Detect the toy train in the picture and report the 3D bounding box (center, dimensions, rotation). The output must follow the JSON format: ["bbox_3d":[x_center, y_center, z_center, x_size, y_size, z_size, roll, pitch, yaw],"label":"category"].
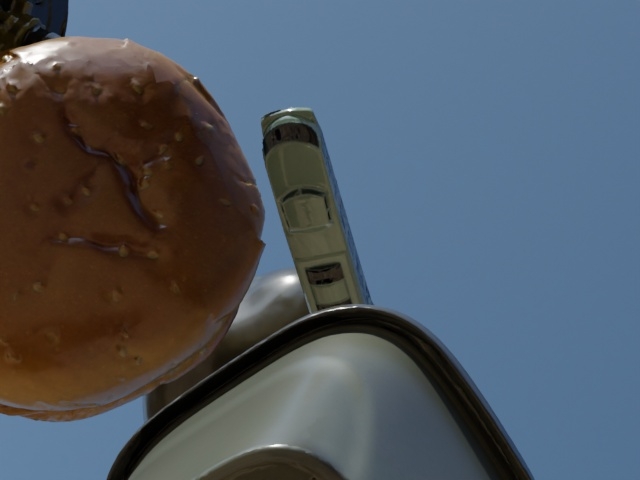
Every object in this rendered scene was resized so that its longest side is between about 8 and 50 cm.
[{"bbox_3d":[0.000,0.000,1.357,0.043,0.047,0.207,-11,-56,9],"label":"toy train"}]

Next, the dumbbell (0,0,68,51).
[{"bbox_3d":[-0.376,-0.216,1.656,0.388,0.185,0.185,20,-59,23],"label":"dumbbell"}]

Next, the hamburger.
[{"bbox_3d":[-0.201,-0.011,1.516,0.290,0.314,0.170,58,-22,11],"label":"hamburger"}]

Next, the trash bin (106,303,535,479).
[{"bbox_3d":[-0.008,0.172,0.984,0.219,0.250,0.220,-35,-90,11],"label":"trash bin"}]

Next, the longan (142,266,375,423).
[{"bbox_3d":[-0.044,0.138,1.820,0.248,0.248,0.248,16,-61,33],"label":"longan"}]
